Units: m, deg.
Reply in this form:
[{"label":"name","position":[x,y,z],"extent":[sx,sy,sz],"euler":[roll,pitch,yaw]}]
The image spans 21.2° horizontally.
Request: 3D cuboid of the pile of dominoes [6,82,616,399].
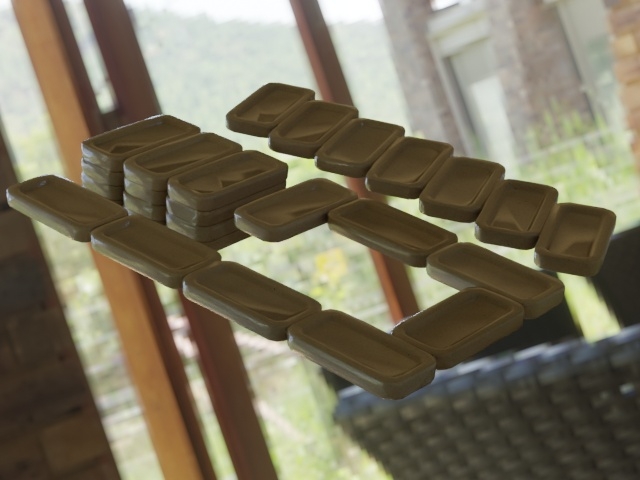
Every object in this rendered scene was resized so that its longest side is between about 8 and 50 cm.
[{"label":"pile of dominoes","position":[0.000,0.000,0.773],"extent":[0.251,0.040,0.196],"euler":[25,34,36]}]
